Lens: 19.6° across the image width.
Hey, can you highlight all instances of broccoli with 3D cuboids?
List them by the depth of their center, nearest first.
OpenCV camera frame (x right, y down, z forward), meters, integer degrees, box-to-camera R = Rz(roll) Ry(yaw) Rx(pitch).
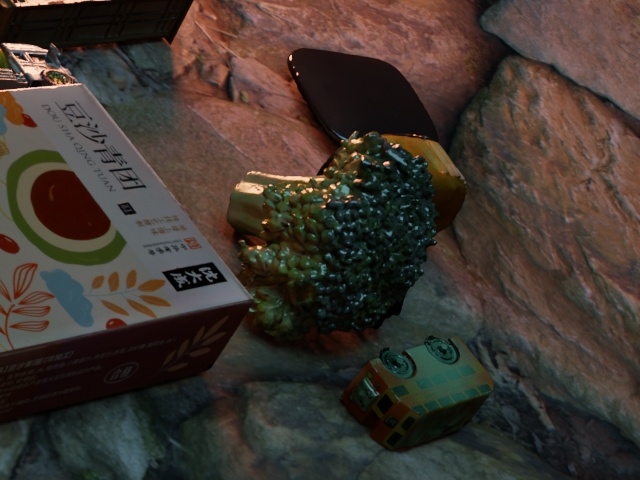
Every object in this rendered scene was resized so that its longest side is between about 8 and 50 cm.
[{"bbox_3d":[0.000,0.000,2.135,0.243,0.263,0.247,21,-9,29],"label":"broccoli"}]

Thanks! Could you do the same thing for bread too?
[{"bbox_3d":[0.089,-0.055,2.292,0.190,0.132,0.114,-1,45,-35],"label":"bread"}]

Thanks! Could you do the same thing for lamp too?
[{"bbox_3d":[-0.304,-0.292,2.311,0.325,0.090,0.089,-12,53,-49],"label":"lamp"}]

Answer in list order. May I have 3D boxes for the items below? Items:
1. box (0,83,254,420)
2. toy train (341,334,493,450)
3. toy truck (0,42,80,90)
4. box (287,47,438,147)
[{"bbox_3d":[-0.318,0.007,1.879,0.385,0.122,0.344,-11,53,-47],"label":"box"},{"bbox_3d":[0.115,0.166,2.081,0.188,0.072,0.099,-11,52,-47],"label":"toy train"},{"bbox_3d":[-0.390,-0.173,2.077,0.227,0.098,0.114,0,39,-38],"label":"toy truck"},{"bbox_3d":[0.056,-0.185,2.514,0.201,0.042,0.212,4,42,-37],"label":"box"}]
